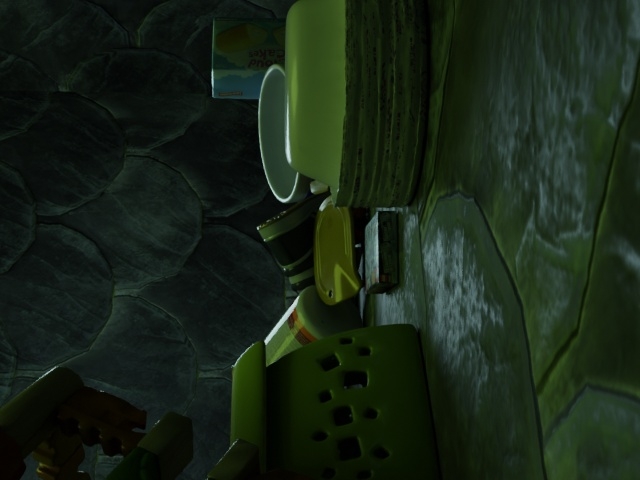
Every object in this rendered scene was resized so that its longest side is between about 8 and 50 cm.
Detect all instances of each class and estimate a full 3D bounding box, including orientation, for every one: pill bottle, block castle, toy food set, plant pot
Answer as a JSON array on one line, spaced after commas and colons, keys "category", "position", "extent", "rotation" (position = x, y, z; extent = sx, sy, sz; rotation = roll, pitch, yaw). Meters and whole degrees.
[{"category": "pill bottle", "position": [-0.033, 0.184, 1.728], "extent": [0.221, 0.121, 0.121], "rotation": [-54, 27, 37]}, {"category": "block castle", "position": [-0.150, 0.340, 0.973], "extent": [0.213, 0.453, 0.303], "rotation": [-46, -35, -45]}, {"category": "toy food set", "position": [0.045, -0.003, 1.652], "extent": [0.128, 0.071, 0.217], "rotation": [-27, 62, 58]}, {"category": "plant pot", "position": [0.004, 0.242, 1.126], "extent": [0.228, 0.207, 0.227], "rotation": [-92, 4, -48]}]

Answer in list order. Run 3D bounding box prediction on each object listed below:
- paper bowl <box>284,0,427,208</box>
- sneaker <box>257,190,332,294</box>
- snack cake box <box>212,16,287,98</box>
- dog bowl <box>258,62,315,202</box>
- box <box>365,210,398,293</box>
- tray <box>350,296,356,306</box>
[{"category": "paper bowl", "position": [0.033, -0.179, 1.206], "extent": [0.284, 0.148, 0.284], "rotation": [179, 90, -87]}, {"category": "sneaker", "position": [0.000, 0.000, 1.804], "extent": [0.153, 0.099, 0.282], "rotation": [61, -150, -2]}, {"category": "snack cake box", "position": [-0.088, -0.370, 2.105], "extent": [0.089, 0.264, 0.152], "rotation": [97, 172, -54]}, {"category": "dog bowl", "position": [-0.033, -0.207, 1.970], "extent": [0.265, 0.104, 0.264], "rotation": [174, 90, -71]}, {"category": "box", "position": [0.079, 0.018, 1.354], "extent": [0.137, 0.027, 0.093], "rotation": [115, 154, -80]}, {"category": "tray", "position": [0.041, 0.181, 1.878], "extent": [0.270, 0.030, 0.145], "rotation": [99, 171, -67]}]
